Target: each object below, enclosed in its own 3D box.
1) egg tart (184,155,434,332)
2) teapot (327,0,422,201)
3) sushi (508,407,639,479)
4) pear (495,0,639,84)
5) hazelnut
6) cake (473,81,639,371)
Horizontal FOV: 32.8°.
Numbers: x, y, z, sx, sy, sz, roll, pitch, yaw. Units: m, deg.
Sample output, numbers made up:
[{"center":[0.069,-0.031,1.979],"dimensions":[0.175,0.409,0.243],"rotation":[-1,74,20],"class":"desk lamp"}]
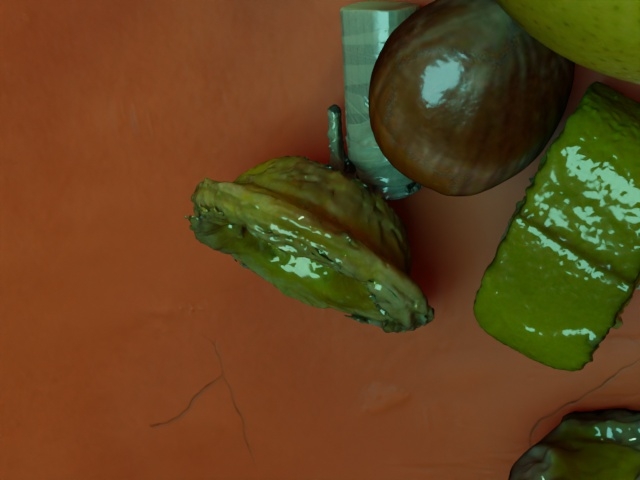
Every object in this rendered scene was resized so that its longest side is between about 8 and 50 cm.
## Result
[{"center":[0.000,0.000,1.149],"dimensions":[0.288,0.288,0.118],"rotation":[27,75,14],"class":"egg tart"},{"center":[0.052,-0.145,1.138],"dimensions":[0.107,0.077,0.201],"rotation":[6,111,27],"class":"teapot"},{"center":[0.315,0.353,1.073],"dimensions":[0.281,0.299,0.294],"rotation":[0,111,41],"class":"sushi"},{"center":[0.277,-0.301,0.821],"dimensions":[0.418,0.362,0.363],"rotation":[22,117,26],"class":"pear"},{"center":[0.141,-0.147,1.010],"dimensions":[0.176,0.214,0.214],"rotation":[38,120,15],"class":"hazelnut"},{"center":[0.253,-0.011,1.035],"dimensions":[0.156,0.179,0.261],"rotation":[32,122,12],"class":"cake"}]
